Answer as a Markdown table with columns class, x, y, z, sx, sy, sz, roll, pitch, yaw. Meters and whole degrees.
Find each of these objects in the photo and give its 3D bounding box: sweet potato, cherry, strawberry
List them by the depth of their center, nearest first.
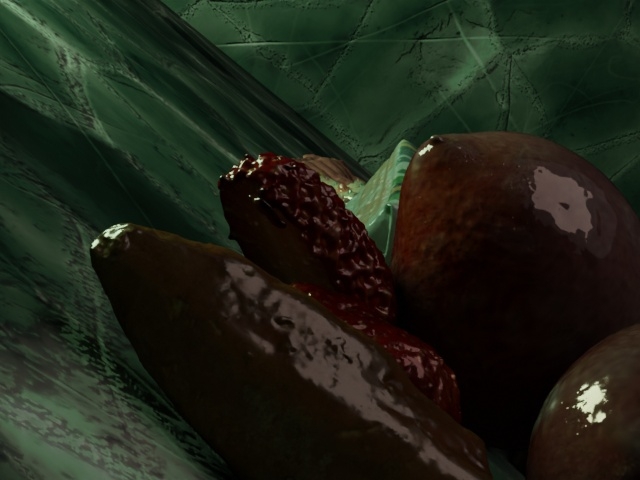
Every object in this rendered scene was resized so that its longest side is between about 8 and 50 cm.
| class | x | y | z | sx | sy | sz | roll | pitch | yaw |
| --- | --- | --- | --- | --- | --- | --- | --- | --- | --- |
| sweet potato | -0.007 | 0.078 | 0.680 | 0.251 | 0.097 | 0.097 | 42 | 7 | -3 |
| cherry | 0.244 | 0.168 | 0.942 | 0.285 | 0.213 | 0.236 | 9 | 58 | -48 |
| strawberry | 0.025 | 0.083 | 0.943 | 0.187 | 0.082 | 0.146 | 39 | -1 | 26 |
| strawberry | 0.000 | 0.000 | 1.017 | 0.121 | 0.082 | 0.188 | 21 | -30 | 38 |
| cherry | 0.157 | 0.030 | 1.089 | 0.206 | 0.239 | 0.239 | 22 | -1 | 22 |

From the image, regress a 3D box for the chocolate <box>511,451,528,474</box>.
| class | x | y | z | sx | sy | sz | roll | pitch | yaw |
| --- | --- | --- | --- | --- | --- | --- | --- | --- | --- |
| chocolate | 0.319 | 0.256 | 1.293 | 0.321 | 0.112 | 0.112 | 40 | 5 | 4 |

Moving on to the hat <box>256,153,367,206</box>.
| class | x | y | z | sx | sy | sz | roll | pitch | yaw |
| --- | --- | --- | --- | --- | --- | --- | --- | --- | --- |
| hat | 0.062 | -0.022 | 1.617 | 0.286 | 0.107 | 0.236 | 38 | 22 | 21 |

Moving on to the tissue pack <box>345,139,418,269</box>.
| class | x | y | z | sx | sy | sz | roll | pitch | yaw |
| --- | --- | --- | --- | --- | --- | --- | --- | --- | --- |
| tissue pack | 0.124 | 0.040 | 1.374 | 0.228 | 0.128 | 0.311 | 41 | 13 | -5 |
